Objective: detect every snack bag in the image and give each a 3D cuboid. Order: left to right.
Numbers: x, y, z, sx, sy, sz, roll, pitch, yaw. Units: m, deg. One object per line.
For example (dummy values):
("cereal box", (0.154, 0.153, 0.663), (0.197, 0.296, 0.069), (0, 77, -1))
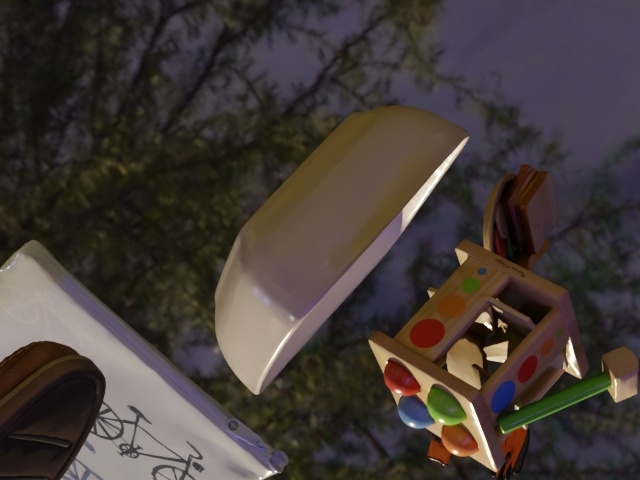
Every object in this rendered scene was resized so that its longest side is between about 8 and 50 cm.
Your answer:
("snack bag", (-0.231, 0.160, 1.225), (0.342, 0.323, 0.037), (-39, -169, 47))

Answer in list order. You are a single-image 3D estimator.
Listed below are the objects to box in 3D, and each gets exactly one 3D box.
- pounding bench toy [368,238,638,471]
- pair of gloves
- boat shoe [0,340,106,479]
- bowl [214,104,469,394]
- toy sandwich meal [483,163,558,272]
("pounding bench toy", (0.070, 0.052, 0.477), (0.083, 0.052, 0.065), (29, -115, 39))
("pair of gloves", (0.126, 0.148, 0.993), (0.083, 0.010, 0.074), (14, -87, 29))
("boat shoe", (-0.270, 0.169, 0.843), (0.307, 0.110, 0.104), (-49, -120, 11))
("bowl", (0.000, 0.000, 0.619), (0.142, 0.053, 0.142), (-49, 174, -26))
("toy sandwich meal", (0.135, -0.008, 0.843), (0.029, 0.085, 0.085), (2, -140, 28))
